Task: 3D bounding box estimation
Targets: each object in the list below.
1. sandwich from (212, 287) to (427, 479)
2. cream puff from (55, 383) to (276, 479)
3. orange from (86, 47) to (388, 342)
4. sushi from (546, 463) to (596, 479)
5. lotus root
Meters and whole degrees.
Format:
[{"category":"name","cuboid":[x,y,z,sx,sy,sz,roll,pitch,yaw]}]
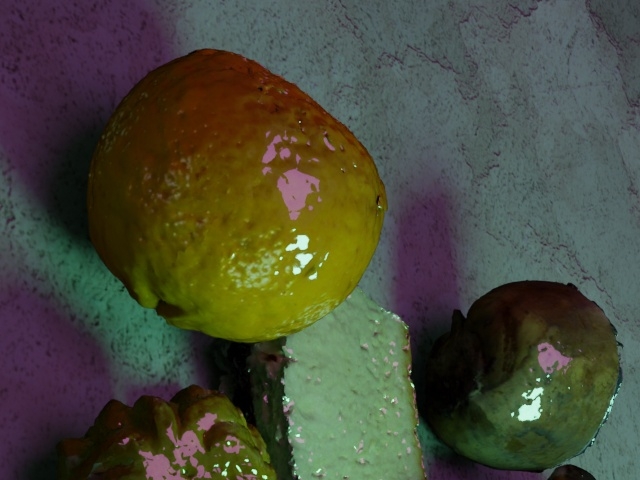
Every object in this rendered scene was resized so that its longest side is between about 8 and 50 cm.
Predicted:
[{"category":"sandwich","cuboid":[-0.002,0.203,1.932,0.262,0.131,0.325,5,72,-48]},{"category":"cream puff","cuboid":[-0.160,0.266,1.649,0.196,0.244,0.244,-60,126,-82]},{"category":"orange","cuboid":[-0.100,-0.038,1.773,0.340,0.340,0.293,40,85,-33]},{"category":"sushi","cuboid":[0.321,0.519,2.143,0.417,0.176,0.417,27,58,-53]},{"category":"lotus root","cuboid":[0.252,0.176,2.170,0.192,0.272,0.272,12,64,-39]}]
